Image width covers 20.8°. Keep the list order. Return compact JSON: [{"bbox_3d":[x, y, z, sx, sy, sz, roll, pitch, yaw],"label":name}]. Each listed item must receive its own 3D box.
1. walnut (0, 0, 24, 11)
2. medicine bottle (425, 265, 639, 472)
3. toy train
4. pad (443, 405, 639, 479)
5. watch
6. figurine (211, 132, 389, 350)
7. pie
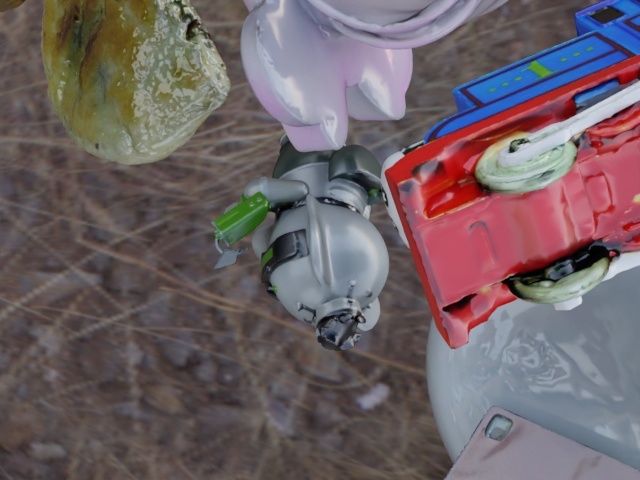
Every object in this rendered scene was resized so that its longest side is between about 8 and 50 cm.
[{"bbox_3d":[-0.266,-0.260,1.401,0.155,0.184,0.155,0,86,-6],"label":"walnut"},{"bbox_3d":[0.232,0.053,1.115,0.306,0.245,0.245,-28,101,-55],"label":"medicine bottle"},{"bbox_3d":[0.122,-0.042,0.738,0.204,0.131,0.082,-23,116,-7],"label":"toy train"},{"bbox_3d":[0.149,0.170,0.961,0.113,0.188,0.006,-53,151,-28],"label":"pad"},{"bbox_3d":[0.049,-0.207,1.229,0.211,0.218,0.248,-32,103,-56],"label":"watch"},{"bbox_3d":[0.000,0.000,1.379,0.147,0.126,0.192,41,32,-50],"label":"figurine"},{"bbox_3d":[-0.191,-0.234,1.737,0.075,0.337,0.337,6,88,-43],"label":"pie"}]
